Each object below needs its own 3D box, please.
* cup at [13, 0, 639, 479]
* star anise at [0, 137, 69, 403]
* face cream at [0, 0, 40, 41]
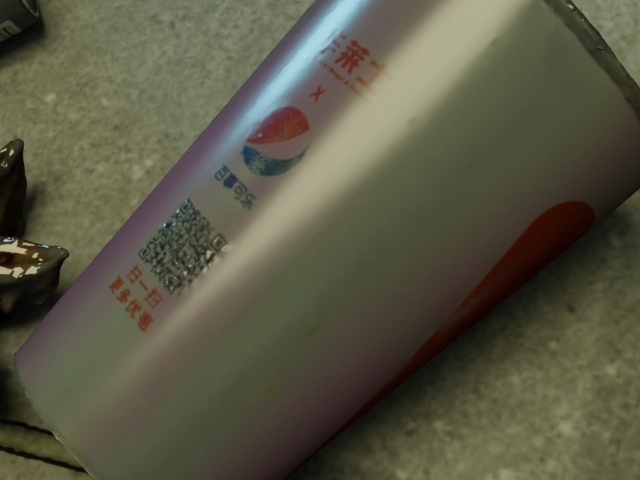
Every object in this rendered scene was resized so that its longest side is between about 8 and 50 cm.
[{"bbox_3d":[0.000,0.000,0.527,0.288,0.203,0.203,-44,63,-2],"label":"cup"},{"bbox_3d":[-0.263,0.042,0.620,0.262,0.081,0.230,-41,62,-19],"label":"star anise"},{"bbox_3d":[-0.329,-0.118,0.716,0.284,0.073,0.073,-27,62,1],"label":"face cream"}]
